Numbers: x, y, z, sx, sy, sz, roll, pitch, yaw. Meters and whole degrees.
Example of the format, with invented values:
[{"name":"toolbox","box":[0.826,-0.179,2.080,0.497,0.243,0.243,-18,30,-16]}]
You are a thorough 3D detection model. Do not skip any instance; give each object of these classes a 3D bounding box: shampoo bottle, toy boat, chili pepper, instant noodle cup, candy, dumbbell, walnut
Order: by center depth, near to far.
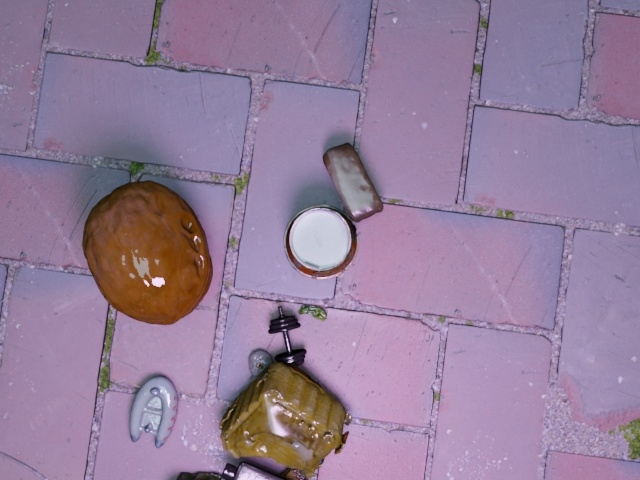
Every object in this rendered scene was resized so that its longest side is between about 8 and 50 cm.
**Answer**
[{"name":"walnut","box":[-0.456,0.038,1.547,0.307,0.354,0.398,-25,80,16]},{"name":"shampoo bottle","box":[-0.156,0.685,1.578,0.245,0.079,0.080,24,70,-1]},{"name":"instant noodle cup","box":[0.000,0.000,1.632,0.230,0.182,0.231,0,87,1]},{"name":"toy boat","box":[-0.107,0.742,1.657,0.088,0.068,0.226,42,88,-4]},{"name":"dumbbell","box":[-0.097,0.294,1.661,0.099,0.099,0.209,-13,88,0]},{"name":"toy boat","box":[-0.492,0.504,1.669,0.134,0.079,0.208,16,89,4]},{"name":"candy","box":[0.092,-0.171,1.678,0.104,0.102,0.234,-26,89,0]},{"name":"chili pepper","box":[-0.021,0.216,1.699,0.091,0.030,0.034,17,113,4]}]

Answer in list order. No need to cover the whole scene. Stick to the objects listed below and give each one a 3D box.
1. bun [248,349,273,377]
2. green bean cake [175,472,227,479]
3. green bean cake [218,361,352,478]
[{"name":"bun","box":[-0.178,0.368,1.685,0.083,0.045,0.084,0,89,5]},{"name":"green bean cake","box":[-0.326,0.810,1.630,0.240,0.132,0.255,10,88,5]},{"name":"green bean cake","box":[-0.106,0.535,1.584,0.309,0.202,0.285,37,113,-6]}]
